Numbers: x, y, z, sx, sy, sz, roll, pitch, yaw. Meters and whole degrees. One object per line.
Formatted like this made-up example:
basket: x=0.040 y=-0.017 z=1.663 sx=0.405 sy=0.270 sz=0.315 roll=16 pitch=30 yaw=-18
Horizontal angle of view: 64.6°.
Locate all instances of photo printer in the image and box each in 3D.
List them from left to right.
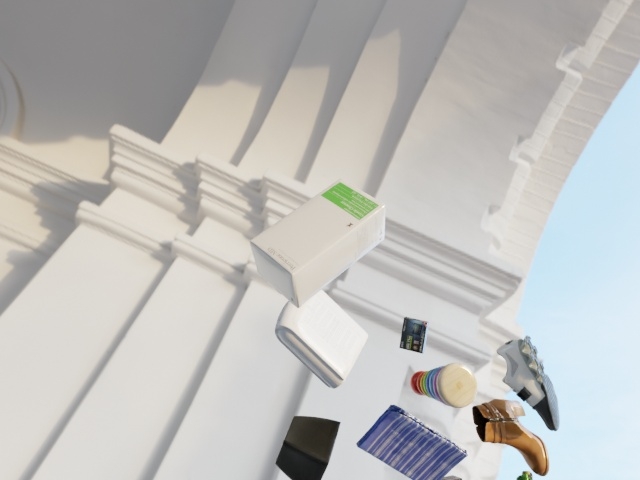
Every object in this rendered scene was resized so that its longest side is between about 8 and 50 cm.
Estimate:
photo printer: x=-0.003 y=0.317 z=1.745 sx=0.307 sy=0.256 sz=0.107 roll=44 pitch=-49 yaw=-5

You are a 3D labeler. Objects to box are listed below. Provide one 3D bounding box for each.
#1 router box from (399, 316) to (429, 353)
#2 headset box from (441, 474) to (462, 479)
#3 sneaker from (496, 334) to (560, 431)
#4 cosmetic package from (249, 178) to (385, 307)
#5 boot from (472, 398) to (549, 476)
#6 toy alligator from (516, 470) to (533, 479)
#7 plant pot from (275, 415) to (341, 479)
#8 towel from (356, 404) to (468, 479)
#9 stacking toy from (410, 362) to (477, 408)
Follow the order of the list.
router box: x=0.356 y=0.359 z=1.922 sx=0.092 sy=0.123 sz=0.038 roll=9 pitch=2 yaw=25
headset box: x=0.536 y=0.984 z=2.060 sx=0.062 sy=0.032 sz=0.083 roll=-4 pitch=-15 yaw=-15
sneaker: x=0.729 y=0.511 z=1.784 sx=0.146 sy=0.122 sz=0.331 roll=-27 pitch=-104 yaw=33
cosmetic package: x=0.000 y=0.000 z=1.478 sx=0.196 sy=0.365 sz=0.155 roll=34 pitch=-33 yaw=32
boot: x=0.674 y=0.704 z=1.805 sx=0.220 sy=0.284 sz=0.109 roll=5 pitch=-35 yaw=-28
toy alligator: x=0.708 y=0.833 z=1.760 sx=0.051 sy=0.056 sz=0.190 roll=-7 pitch=-35 yaw=16
plant pot: x=-0.050 y=0.722 z=1.756 sx=0.166 sy=0.188 sz=0.188 roll=23 pitch=-60 yaw=6
towel: x=0.324 y=0.752 z=1.820 sx=0.335 sy=0.040 sz=0.243 roll=32 pitch=-66 yaw=-3
stacking toy: x=0.401 y=0.502 z=1.758 sx=0.141 sy=0.141 sz=0.330 roll=28 pitch=-20 yaw=-6
